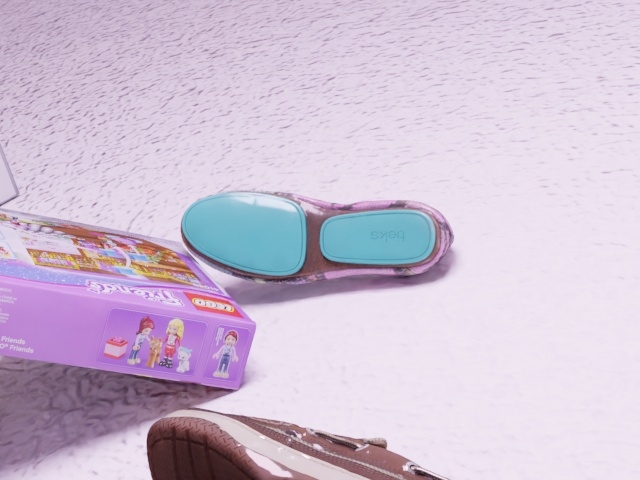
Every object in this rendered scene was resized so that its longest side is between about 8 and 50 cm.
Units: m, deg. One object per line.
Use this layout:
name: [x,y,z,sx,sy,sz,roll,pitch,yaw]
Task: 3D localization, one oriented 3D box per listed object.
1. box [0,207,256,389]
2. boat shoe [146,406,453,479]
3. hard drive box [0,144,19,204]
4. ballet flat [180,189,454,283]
box: [-0.217,0.031,1.210,0.293,0.057,0.201,11,13,-25]
boat shoe: [0.004,0.155,0.963,0.095,0.095,0.257,-19,26,-40]
hard drive box: [-0.433,-0.114,1.628,0.181,0.232,0.089,-31,27,-30]
ballet flat: [0.000,0.000,1.306,0.221,0.077,0.079,1,-8,15]
